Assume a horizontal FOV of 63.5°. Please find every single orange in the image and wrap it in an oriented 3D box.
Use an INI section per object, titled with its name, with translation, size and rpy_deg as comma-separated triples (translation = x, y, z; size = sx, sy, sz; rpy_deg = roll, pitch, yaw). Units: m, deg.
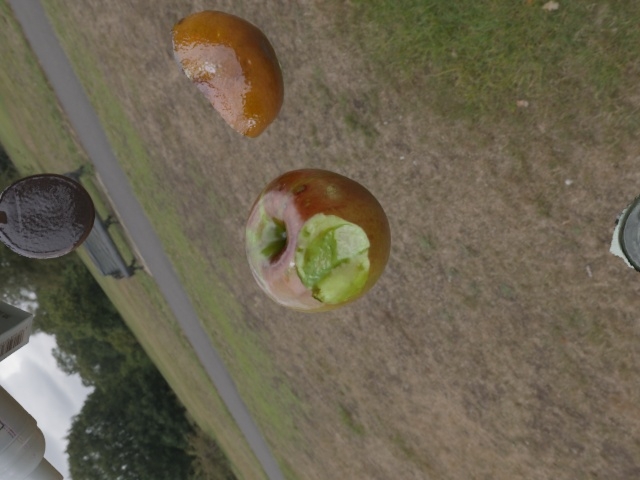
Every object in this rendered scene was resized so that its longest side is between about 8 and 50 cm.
[orange]
translation = -0.227, -0.432, 1.309
size = 0.310, 0.274, 0.274
rpy_deg = 27, 158, -7

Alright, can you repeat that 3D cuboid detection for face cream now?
[face cream]
translation = -0.622, 0.378, 0.987
size = 0.369, 0.145, 0.145
rpy_deg = 56, 158, -20

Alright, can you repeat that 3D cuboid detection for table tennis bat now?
[table tennis bat]
translation = -0.351, -0.037, 0.581
size = 0.119, 0.170, 0.107
rpy_deg = 144, 116, -70

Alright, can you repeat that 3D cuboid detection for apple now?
[apple]
translation = 0.000, 0.000, 1.190
size = 0.339, 0.340, 0.339
rpy_deg = 42, 154, 26

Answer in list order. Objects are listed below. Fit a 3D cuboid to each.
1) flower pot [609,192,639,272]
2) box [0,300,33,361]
[flower pot]
translation = 0.492, 0.062, 0.543
size = 0.291, 0.259, 0.290
rpy_deg = 6, 142, 5
[box]
translation = -0.596, 0.164, 0.799
size = 0.155, 0.243, 0.067
rpy_deg = 21, 110, 5
